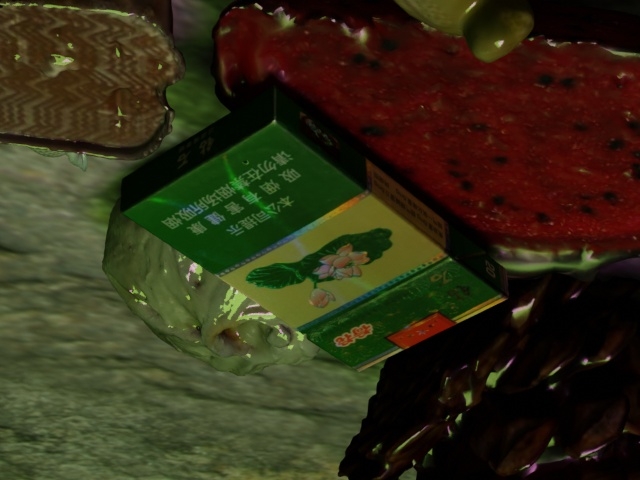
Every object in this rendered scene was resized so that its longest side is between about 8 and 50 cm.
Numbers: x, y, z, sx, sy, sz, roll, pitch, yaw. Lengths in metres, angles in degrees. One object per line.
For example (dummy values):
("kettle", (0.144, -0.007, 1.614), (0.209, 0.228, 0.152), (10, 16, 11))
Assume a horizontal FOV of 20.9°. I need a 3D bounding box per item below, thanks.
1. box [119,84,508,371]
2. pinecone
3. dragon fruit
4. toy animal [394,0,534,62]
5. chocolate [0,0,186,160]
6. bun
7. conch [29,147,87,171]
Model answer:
("box", (0.000, 0.000, 1.113), (0.132, 0.034, 0.235), (-29, 134, 29))
("pinecone", (0.162, 0.152, 1.330), (0.296, 0.242, 0.298), (23, 137, -27))
("dragon fruit", (0.111, -0.078, 1.095), (0.343, 0.100, 0.282), (7, 146, 7))
("toy animal", (0.017, -0.238, 0.770), (0.181, 0.180, 0.363), (-47, 140, 5))
("chocolate", (-0.185, -0.130, 1.039), (0.214, 0.093, 0.148), (6, 149, -5))
("bun", (-0.052, 0.029, 1.257), (0.204, 0.126, 0.212), (-8, 147, 19))
("conch", (-0.162, -0.085, 1.147), (0.076, 0.057, 0.085), (-23, 165, 2))
